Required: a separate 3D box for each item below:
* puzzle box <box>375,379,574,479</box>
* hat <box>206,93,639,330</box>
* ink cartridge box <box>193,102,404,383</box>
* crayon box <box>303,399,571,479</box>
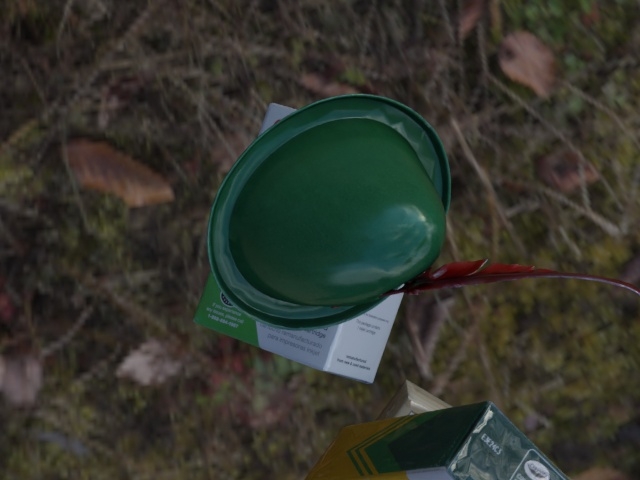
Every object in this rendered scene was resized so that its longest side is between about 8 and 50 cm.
[{"bbox_3d":[0.181,0.357,1.878,0.409,0.052,0.272,31,107,-10],"label":"puzzle box"},{"bbox_3d":[0.051,0.013,1.157,0.208,0.183,0.173,-40,127,0],"label":"hat"},{"bbox_3d":[0.000,0.000,1.556,0.087,0.153,0.208,22,87,-57],"label":"ink cartridge box"},{"bbox_3d":[0.118,0.255,1.647,0.203,0.323,0.083,44,63,-14],"label":"crayon box"}]
